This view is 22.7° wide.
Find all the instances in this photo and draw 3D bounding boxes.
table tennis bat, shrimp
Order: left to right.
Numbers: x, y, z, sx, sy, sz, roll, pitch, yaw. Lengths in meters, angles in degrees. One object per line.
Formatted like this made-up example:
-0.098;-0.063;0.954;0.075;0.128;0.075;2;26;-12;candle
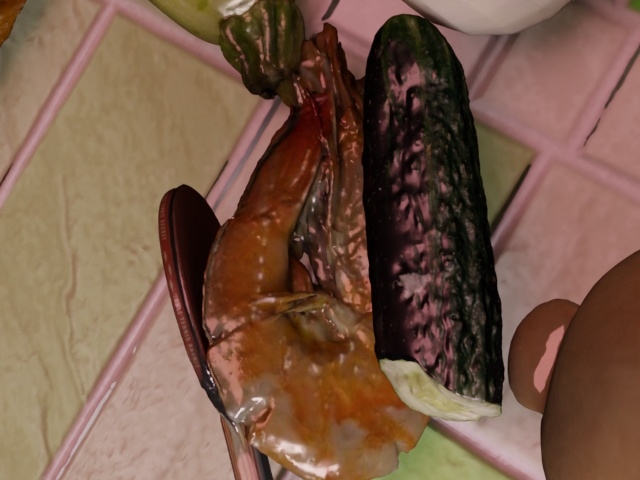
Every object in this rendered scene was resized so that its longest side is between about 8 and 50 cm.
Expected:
-0.057;0.071;0.956;0.019;0.130;0.220;-17;76;12;table tennis bat
0.000;-0.001;0.952;0.062;0.154;0.294;-39;47;55;shrimp

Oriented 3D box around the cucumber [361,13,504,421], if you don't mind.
0.061;-0.016;0.908;0.074;0.074;0.241;-12;69;22;cucumber

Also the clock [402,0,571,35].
0.173;-0.303;0.920;0.326;0.184;0.342;-10;68;28;clock

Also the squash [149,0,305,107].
-0.082;-0.209;1.062;0.287;0.137;0.137;42;97;16;squash

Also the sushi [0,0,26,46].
-0.314;-0.149;1.122;0.140;0.149;0.287;33;98;32;sushi

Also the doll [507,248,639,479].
0.212;0.153;0.782;0.235;0.174;0.330;-23;68;31;doll
